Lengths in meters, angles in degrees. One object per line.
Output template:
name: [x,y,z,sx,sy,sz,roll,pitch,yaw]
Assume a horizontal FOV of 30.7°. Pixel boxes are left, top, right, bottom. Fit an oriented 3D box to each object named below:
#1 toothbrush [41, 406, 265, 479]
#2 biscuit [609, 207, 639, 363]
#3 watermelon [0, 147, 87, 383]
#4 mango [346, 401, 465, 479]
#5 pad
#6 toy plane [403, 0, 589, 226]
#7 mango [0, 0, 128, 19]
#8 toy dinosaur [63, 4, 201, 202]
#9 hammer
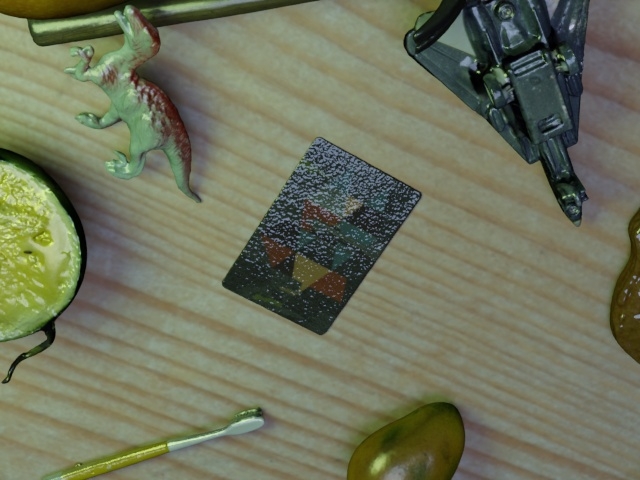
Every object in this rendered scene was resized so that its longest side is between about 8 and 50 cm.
toothbrush: [-0.203,0.252,1.408,0.288,0.024,0.021,-18,113,6]
biscuit: [0.480,0.058,1.360,0.273,0.049,0.257,2,115,-7]
watermelon: [-0.342,-0.001,1.215,0.204,0.127,0.232,-42,110,14]
mango: [0.107,0.268,1.404,0.163,0.089,0.111,-28,113,-1]
pad: [0.000,0.000,1.314,0.143,0.003,0.211,28,110,-16]
toy plane: [0.228,-0.130,1.217,0.204,0.103,0.316,-24,115,6]
mango: [-0.231,-0.285,1.084,0.236,0.166,0.136,-20,161,-17]
toy dinosaur: [-0.171,-0.122,1.190,0.167,0.053,0.242,-21,128,31]
hammer: [-0.071,-0.244,1.146,0.440,0.044,0.168,-6,71,6]
